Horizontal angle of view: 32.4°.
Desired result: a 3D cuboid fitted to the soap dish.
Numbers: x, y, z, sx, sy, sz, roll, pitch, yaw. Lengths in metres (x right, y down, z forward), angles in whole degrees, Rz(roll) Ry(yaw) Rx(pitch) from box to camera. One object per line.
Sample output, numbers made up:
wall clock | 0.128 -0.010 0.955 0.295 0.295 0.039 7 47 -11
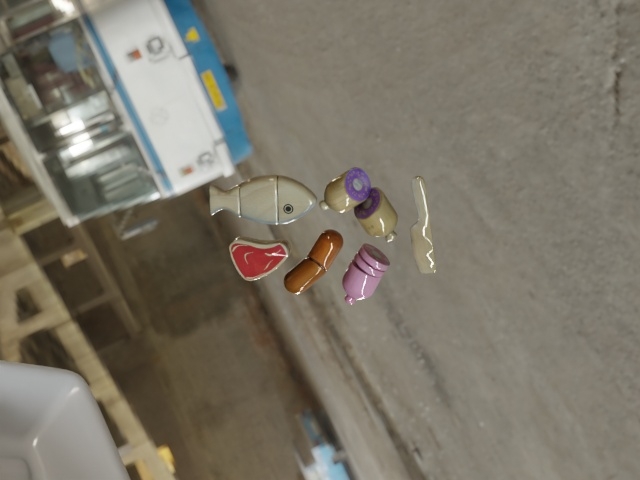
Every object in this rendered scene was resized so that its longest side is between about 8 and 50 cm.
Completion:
soap dish | -0.271 0.236 0.939 0.229 0.118 0.291 16 -147 -47

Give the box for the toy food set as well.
toy food set | 0.000 0.000 0.611 0.019 0.122 0.078 -61 -37 -70
